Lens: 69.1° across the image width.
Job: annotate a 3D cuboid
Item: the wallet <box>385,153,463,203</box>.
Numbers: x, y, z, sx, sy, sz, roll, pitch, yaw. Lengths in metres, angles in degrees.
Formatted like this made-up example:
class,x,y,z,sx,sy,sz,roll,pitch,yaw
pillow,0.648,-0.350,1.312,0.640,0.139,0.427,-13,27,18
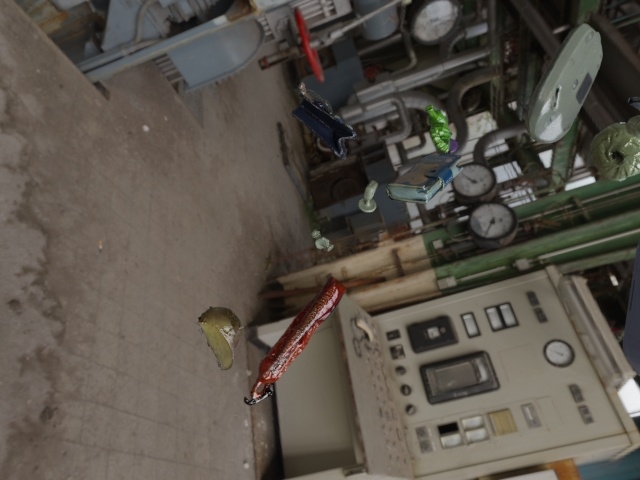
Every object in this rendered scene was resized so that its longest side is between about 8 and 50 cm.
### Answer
class,x,y,z,sx,sy,sz,roll,pitch,yaw
wallet,0.293,-0.173,1.291,0.202,0.141,0.059,-38,122,-32

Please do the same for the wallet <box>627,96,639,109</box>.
class,x,y,z,sx,sy,sz,roll,pitch,yaw
wallet,1.170,-0.451,1.544,0.167,0.222,0.036,2,102,-39

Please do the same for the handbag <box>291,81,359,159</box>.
class,x,y,z,sx,sy,sz,roll,pitch,yaw
handbag,0.013,-0.414,1.603,0.269,0.118,0.326,38,13,-7

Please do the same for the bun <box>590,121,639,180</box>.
class,x,y,z,sx,sy,sz,roll,pitch,yaw
bun,1.119,-0.333,1.754,0.221,0.108,0.221,163,-90,-73

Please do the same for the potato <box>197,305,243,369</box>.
class,x,y,z,sx,sy,sz,roll,pitch,yaw
potato,-0.225,0.240,1.167,0.101,0.089,0.172,-55,135,-52

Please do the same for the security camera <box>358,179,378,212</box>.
class,x,y,z,sx,sy,sz,roll,pitch,yaw
security camera,0.144,-0.130,1.345,0.092,0.058,0.058,100,-18,-57

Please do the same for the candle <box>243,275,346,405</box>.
class,x,y,z,sx,sy,sz,roll,pitch,yaw
candle,-0.050,0.196,0.918,0.059,0.302,0.084,35,-19,9

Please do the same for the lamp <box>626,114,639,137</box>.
class,x,y,z,sx,sy,sz,roll,pitch,yaw
lamp,0.977,-0.311,1.331,0.193,0.106,0.106,-111,178,-61

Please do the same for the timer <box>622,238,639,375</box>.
class,x,y,z,sx,sy,sz,roll,pitch,yaw
timer,0.850,0.140,0.956,0.173,0.395,0.395,-164,-125,-81

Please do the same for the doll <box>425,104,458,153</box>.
class,x,y,z,sx,sy,sz,roll,pitch,yaw
doll,0.289,-0.269,1.127,0.115,0.050,0.190,42,33,-26

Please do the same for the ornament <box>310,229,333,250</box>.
class,x,y,z,sx,sy,sz,roll,pitch,yaw
ornament,0.003,0.002,1.676,0.092,0.041,0.068,57,-32,-7

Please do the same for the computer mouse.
class,x,y,z,sx,sy,sz,roll,pitch,yaw
computer mouse,0.658,-0.425,1.274,0.095,0.331,0.197,26,-7,46
